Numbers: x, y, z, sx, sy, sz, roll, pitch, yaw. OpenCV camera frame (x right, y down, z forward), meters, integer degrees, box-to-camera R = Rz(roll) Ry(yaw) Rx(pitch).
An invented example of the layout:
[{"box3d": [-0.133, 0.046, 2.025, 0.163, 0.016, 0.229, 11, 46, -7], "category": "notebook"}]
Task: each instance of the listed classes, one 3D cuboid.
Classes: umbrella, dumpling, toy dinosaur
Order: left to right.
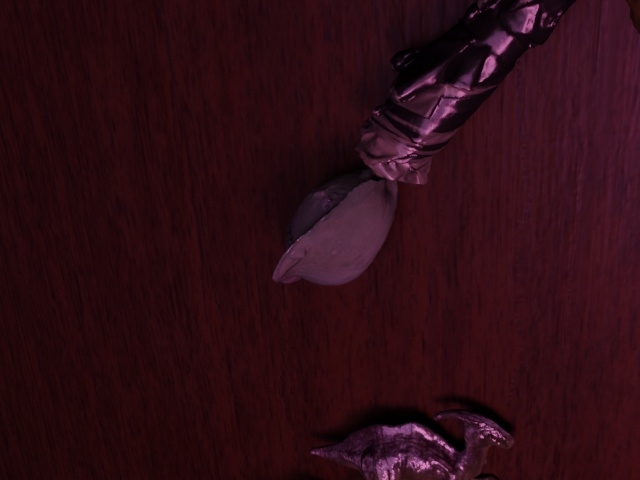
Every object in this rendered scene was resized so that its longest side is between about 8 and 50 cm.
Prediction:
[{"box3d": [0.001, -0.009, 1.041, 0.216, 0.149, 0.104, -53, 45, 44], "category": "dumpling"}, {"box3d": [0.127, 0.306, 1.181, 0.294, 0.077, 0.162, -19, 102, 19], "category": "toy dinosaur"}, {"box3d": [0.158, -0.205, 0.872, 0.106, 0.113, 0.357, 28, 125, -21], "category": "umbrella"}]

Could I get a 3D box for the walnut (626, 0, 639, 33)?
[{"box3d": [0.364, -0.225, 0.653, 0.277, 0.282, 0.253, -21, 64, 30], "category": "walnut"}]
